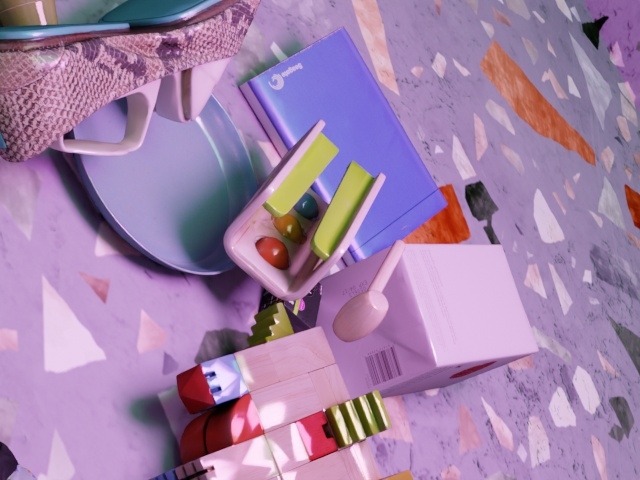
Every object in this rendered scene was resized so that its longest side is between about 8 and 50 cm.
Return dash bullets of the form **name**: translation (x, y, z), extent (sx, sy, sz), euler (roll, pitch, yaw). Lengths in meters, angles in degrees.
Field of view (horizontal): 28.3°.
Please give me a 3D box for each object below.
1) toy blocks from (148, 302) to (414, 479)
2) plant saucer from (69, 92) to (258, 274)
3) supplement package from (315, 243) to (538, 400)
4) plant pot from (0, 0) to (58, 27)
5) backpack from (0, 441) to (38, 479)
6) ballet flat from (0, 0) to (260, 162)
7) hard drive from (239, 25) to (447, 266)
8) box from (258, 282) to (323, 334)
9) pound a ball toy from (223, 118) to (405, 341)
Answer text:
- **toy blocks**: translation (-0.065, 0.270, 1.426), extent (0.261, 0.191, 0.381), euler (-13, 78, -45)
- **plant saucer**: translation (-0.199, -0.097, 1.593), extent (0.318, 0.044, 0.317), euler (32, 44, -38)
- **supplement package**: translation (0.147, 0.114, 1.797), extent (0.293, 0.177, 0.175), euler (0, 68, -53)
- **plant pot**: translation (-0.339, -0.254, 1.489), extent (0.083, 0.083, 0.079), euler (-29, 103, -57)
- **backpack**: translation (-0.288, 0.285, 1.135), extent (0.182, 0.115, 0.152), euler (61, 30, -8)
- **ballet flat**: translation (-0.221, -0.200, 1.481), extent (0.483, 0.164, 0.182), euler (-34, 123, -52)
- **hard drive**: translation (0.040, -0.139, 1.897), extent (0.210, 0.040, 0.318), euler (-36, 98, -36)
- **box**: translation (-0.040, 0.082, 1.678), extent (0.062, 0.052, 0.083), euler (42, 37, -28)
- **pound a ball toy**: translation (0.000, 0.000, 1.628), extent (0.208, 0.136, 0.319), euler (41, 28, -6)
